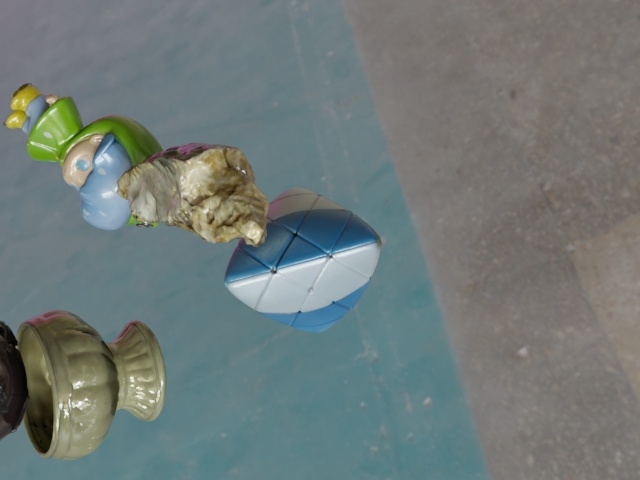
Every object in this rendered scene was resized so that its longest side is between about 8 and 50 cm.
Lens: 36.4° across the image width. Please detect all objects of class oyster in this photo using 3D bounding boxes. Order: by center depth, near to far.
[{"bbox_3d":[-0.147,-0.065,1.178,0.341,0.166,0.110,-153,62,-70],"label":"oyster"}]

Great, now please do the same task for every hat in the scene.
[{"bbox_3d":[-0.696,0.308,1.805,0.238,0.209,0.336,36,91,6],"label":"hat"}]

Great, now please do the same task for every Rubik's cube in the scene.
[{"bbox_3d":[0.000,0.000,1.540,0.254,0.254,0.254,-22,43,22],"label":"Rubik's cube"}]

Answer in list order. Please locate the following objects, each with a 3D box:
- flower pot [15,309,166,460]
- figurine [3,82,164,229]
[{"bbox_3d":[-0.466,0.285,1.976,0.307,0.244,0.307,13,106,57],"label":"flower pot"},{"bbox_3d":[-0.327,-0.123,1.389,0.143,0.263,0.162,-51,-4,-46],"label":"figurine"}]
